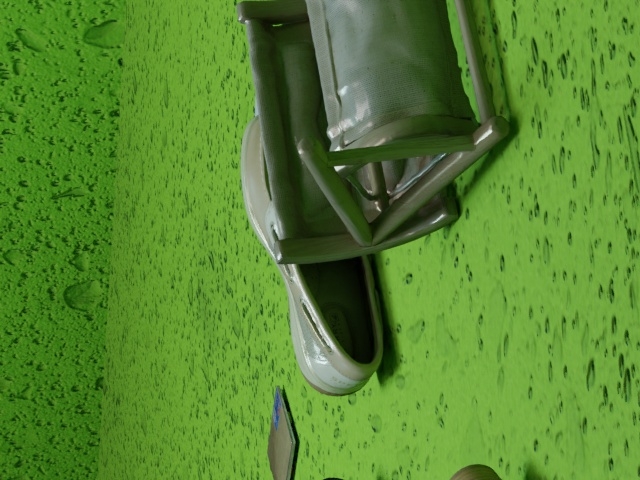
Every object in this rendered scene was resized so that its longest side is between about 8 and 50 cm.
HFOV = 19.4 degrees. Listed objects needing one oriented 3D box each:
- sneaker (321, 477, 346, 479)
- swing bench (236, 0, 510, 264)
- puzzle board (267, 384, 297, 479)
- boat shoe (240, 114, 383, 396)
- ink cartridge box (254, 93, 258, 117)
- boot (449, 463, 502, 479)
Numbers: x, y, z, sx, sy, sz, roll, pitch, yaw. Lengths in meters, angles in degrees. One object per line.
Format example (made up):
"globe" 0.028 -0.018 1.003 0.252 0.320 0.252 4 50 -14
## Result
"sneaker" 0.051 0.274 1.794 0.234 0.078 0.106 -127 38 -59
"swing bench" 0.033 -0.144 1.566 0.255 0.165 0.253 107 154 -69
"puzzle board" -0.047 0.256 2.315 0.096 0.011 0.128 -107 19 -45
"boat shoe" 0.000 0.000 1.860 0.098 0.109 0.302 133 126 -64
"ink cartridge box" -0.034 -0.115 2.041 0.104 0.060 0.180 -120 29 -61
"boot" 0.130 0.338 1.425 0.211 0.104 0.295 -120 33 -61
